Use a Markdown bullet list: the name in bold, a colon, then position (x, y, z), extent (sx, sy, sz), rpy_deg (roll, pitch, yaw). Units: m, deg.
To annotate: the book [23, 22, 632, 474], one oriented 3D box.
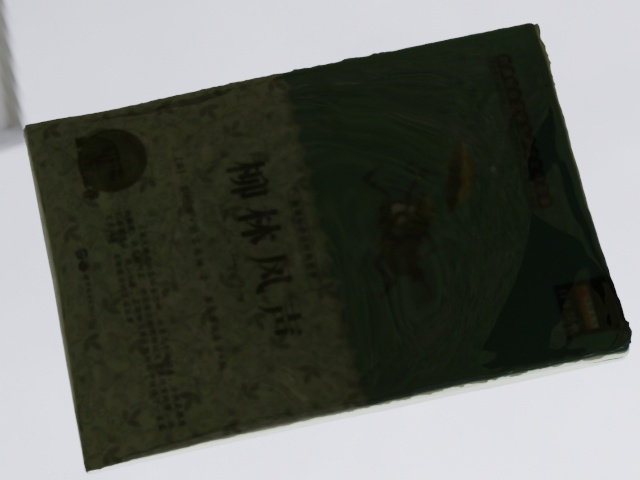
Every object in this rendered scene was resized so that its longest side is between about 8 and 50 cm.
- **book**: position (0.000, 0.000, 1.327), extent (0.379, 0.031, 0.264), rpy_deg (-13, -112, -3)
